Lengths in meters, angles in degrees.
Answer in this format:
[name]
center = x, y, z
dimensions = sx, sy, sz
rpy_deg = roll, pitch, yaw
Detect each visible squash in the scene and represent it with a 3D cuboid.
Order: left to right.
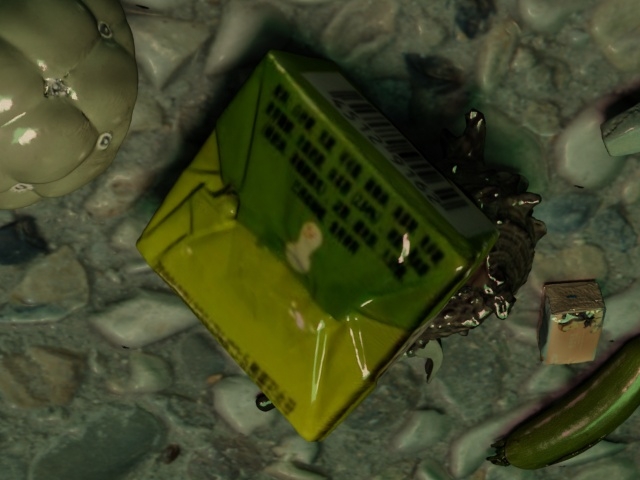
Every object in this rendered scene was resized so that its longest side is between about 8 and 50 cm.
[squash]
center = 0.342, 0.215, 1.925
dimensions = 0.080, 0.071, 0.318
rpy_deg = 30, 122, -29

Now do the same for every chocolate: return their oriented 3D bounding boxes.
[chocolate]
center = 0.000, 0.000, 1.550
dimensions = 0.137, 0.301, 0.289
rpy_deg = -20, 153, -54

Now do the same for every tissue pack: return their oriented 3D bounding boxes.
[tissue pack]
center = 0.300, 0.101, 1.826
dimensions = 0.074, 0.059, 0.094
rpy_deg = -5, 133, -6

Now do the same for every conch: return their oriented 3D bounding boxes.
[conch]
center = 0.121, -0.004, 1.651
dimensions = 0.240, 0.186, 0.313
rpy_deg = 19, 145, -9

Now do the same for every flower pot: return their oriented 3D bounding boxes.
[flower pot]
center = -0.294, -0.150, 1.398
dimensions = 0.195, 0.246, 0.246
rpy_deg = -5, 138, -38

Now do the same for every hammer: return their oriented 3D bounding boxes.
[hammer]
center = 0.036, 0.168, 1.873
dimensions = 0.246, 0.029, 0.103
rpy_deg = -23, 130, 14

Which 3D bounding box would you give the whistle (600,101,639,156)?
[whistle]
center = 0.431, -0.149, 1.600
dimensions = 0.274, 0.093, 0.186
rpy_deg = -20, 158, 14
